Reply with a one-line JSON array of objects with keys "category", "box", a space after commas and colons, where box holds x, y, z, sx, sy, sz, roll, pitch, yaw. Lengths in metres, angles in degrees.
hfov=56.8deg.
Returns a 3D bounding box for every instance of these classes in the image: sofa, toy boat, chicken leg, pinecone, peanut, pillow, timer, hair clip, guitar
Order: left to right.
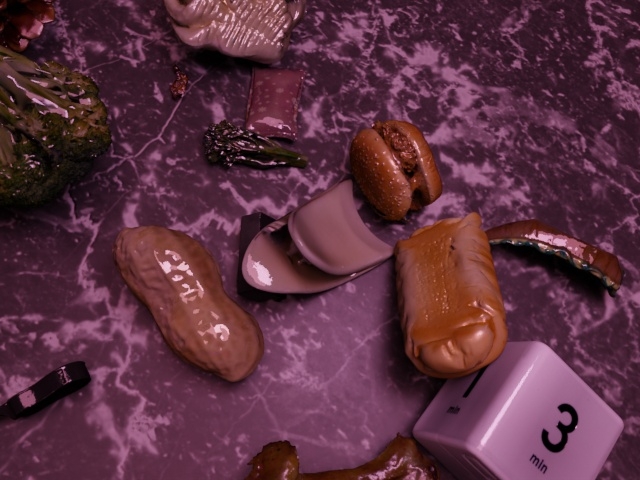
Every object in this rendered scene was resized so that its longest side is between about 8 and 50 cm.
[{"category": "pinecone", "box": [-0.638, -0.483, 1.092, 0.264, 0.264, 0.264, 2, 68, -6]}, {"category": "guitar", "box": [-0.489, 0.265, 0.913, 0.271, 0.084, 0.038, -27, 76, -9]}, {"category": "chicken leg", "box": [-0.282, -0.318, 1.187, 0.036, 0.021, 0.083, -2, 68, 3]}, {"category": "peanut", "box": [-0.215, 0.098, 0.973, 0.149, 0.149, 0.313, -34, 76, -17]}, {"category": "sofa", "box": [-0.105, 0.033, 1.053, 0.060, 0.085, 0.147, -15, 65, 33]}, {"category": "pillow", "box": [-0.093, -0.277, 1.179, 0.118, 0.043, 0.185, 5, 68, -1]}, {"category": "chicken leg", "box": [-0.008, 0.386, 0.887, 0.361, 0.140, 0.211, -32, 96, -27]}, {"category": "hair clip", "box": [-0.009, 0.008, 1.032, 0.282, 0.113, 0.172, -23, 78, -54]}, {"category": "timer", "box": [0.294, 0.287, 0.902, 0.192, 0.194, 0.195, 44, 69, -6]}, {"category": "toy boat", "box": [0.415, 0.018, 1.095, 0.293, 0.108, 0.099, 18, 100, 7]}]

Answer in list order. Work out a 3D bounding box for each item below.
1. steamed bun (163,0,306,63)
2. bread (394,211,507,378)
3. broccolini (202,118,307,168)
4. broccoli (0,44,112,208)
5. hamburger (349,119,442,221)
[{"category": "steamed bun", "box": [-0.173, -0.498, 1.167, 0.280, 0.207, 0.268, 1, 107, -25]}, {"category": "bread", "box": [0.211, 0.093, 0.979, 0.173, 0.121, 0.311, -20, 37, 21]}, {"category": "broccolini", "box": [-0.123, -0.175, 1.120, 0.203, 0.068, 0.091, 7, 84, -4]}, {"category": "broccoli", "box": [-0.516, -0.197, 0.980, 0.304, 0.283, 0.321, -19, 44, 1]}, {"category": "hamburger", "box": [0.130, -0.128, 1.067, 0.118, 0.191, 0.182, -33, 83, -15]}]
